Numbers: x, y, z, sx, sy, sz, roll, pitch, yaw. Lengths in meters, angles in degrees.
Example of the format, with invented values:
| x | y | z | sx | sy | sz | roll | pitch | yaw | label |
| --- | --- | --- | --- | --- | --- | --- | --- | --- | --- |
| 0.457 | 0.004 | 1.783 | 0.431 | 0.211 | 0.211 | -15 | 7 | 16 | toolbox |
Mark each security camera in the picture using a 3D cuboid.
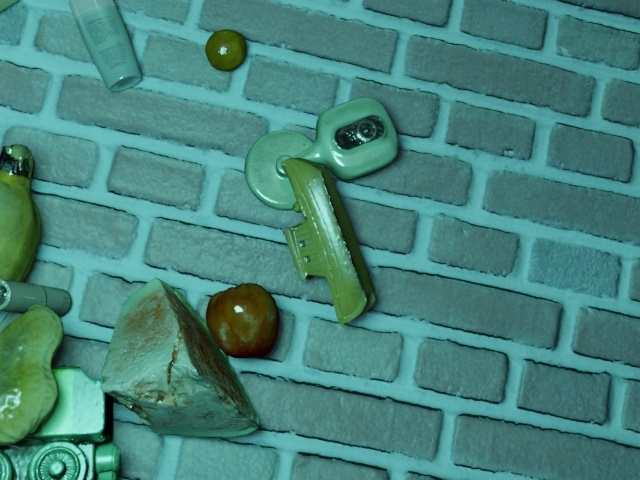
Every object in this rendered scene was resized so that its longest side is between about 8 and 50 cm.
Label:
| x | y | z | sx | sy | sz | roll | pitch | yaw | label |
| --- | --- | --- | --- | --- | --- | --- | --- | --- | --- |
| 0.000 | -0.167 | 1.614 | 0.301 | 0.080 | 0.157 | -23 | 84 | -8 | security camera |

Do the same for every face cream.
| x | y | z | sx | sy | sz | roll | pitch | yaw | label |
| --- | --- | --- | --- | --- | --- | --- | --- | --- | --- |
| -0.408 | -0.384 | 1.612 | 0.084 | 0.057 | 0.198 | -21 | 81 | -11 | face cream |

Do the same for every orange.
| x | y | z | sx | sy | sz | roll | pitch | yaw | label |
| --- | --- | --- | --- | --- | --- | --- | --- | --- | --- |
| -0.181 | -0.366 | 1.629 | 0.085 | 0.085 | 0.085 | 1 | 79 | -7 | orange |

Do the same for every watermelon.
| x | y | z | sx | sy | sz | roll | pitch | yaw | label |
| --- | --- | --- | --- | --- | --- | --- | --- | --- | --- |
| -0.236 | 0.215 | 1.448 | 0.193 | 0.232 | 0.310 | -18 | 95 | 21 | watermelon |

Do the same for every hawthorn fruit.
| x | y | z | sx | sy | sz | roll | pitch | yaw | label |
| --- | --- | --- | --- | --- | --- | --- | --- | --- | --- |
| -0.137 | 0.146 | 1.509 | 0.132 | 0.133 | 0.138 | -14 | 90 | -9 | hawthorn fruit |

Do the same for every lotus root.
| x | y | z | sx | sy | sz | roll | pitch | yaw | label |
| --- | --- | --- | --- | --- | --- | --- | --- | --- | --- |
| -0.570 | -0.020 | 1.461 | 0.182 | 0.183 | 0.310 | 21 | 73 | -3 | lotus root |

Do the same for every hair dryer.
| x | y | z | sx | sy | sz | roll | pitch | yaw | label |
| --- | --- | --- | --- | --- | --- | --- | --- | --- | --- |
| -0.554 | 0.156 | 1.442 | 0.220 | 0.195 | 0.054 | -44 | 75 | 3 | hair dryer |

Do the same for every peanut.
| x | y | z | sx | sy | sz | roll | pitch | yaw | label |
| --- | --- | --- | --- | --- | --- | --- | --- | --- | --- |
| -0.469 | 0.210 | 1.344 | 0.120 | 0.110 | 0.236 | -2 | 54 | 16 | peanut |

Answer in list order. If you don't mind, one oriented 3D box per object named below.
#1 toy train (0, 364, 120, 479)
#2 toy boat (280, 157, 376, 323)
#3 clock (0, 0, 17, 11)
| x | y | z | sx | sy | sz | roll | pitch | yaw | label |
| --- | --- | --- | --- | --- | --- | --- | --- | --- | --- |
| -0.485 | 0.334 | 1.423 | 0.299 | 0.167 | 0.238 | 0 | 69 | -8 | toy train |
| 0.000 | 0.000 | 1.556 | 0.121 | 0.089 | 0.321 | -21 | 91 | 25 | toy boat |
| -0.739 | -0.519 | 1.568 | 0.284 | 0.114 | 0.309 | -37 | 85 | -10 | clock |
